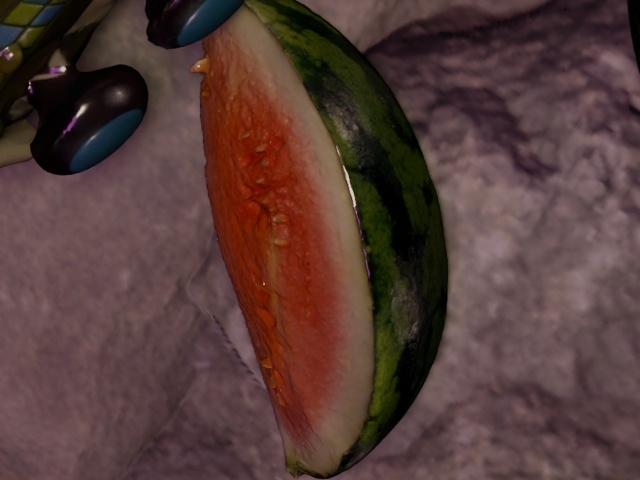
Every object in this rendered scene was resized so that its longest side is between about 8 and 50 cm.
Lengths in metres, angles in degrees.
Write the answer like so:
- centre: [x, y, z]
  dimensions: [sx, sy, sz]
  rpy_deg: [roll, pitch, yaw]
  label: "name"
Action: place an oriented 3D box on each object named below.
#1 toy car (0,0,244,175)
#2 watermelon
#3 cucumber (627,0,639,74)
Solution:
- centre: [-0.163, -0.128, 0.651]
  dimensions: [0.204, 0.198, 0.248]
  rpy_deg: [49, 120, 9]
  label: "toy car"
- centre: [-0.005, 0.002, 0.727]
  dimensions: [0.119, 0.063, 0.245]
  rpy_deg: [4, 112, 38]
  label: "watermelon"
- centre: [0.156, -0.027, 0.650]
  dimensions: [0.036, 0.033, 0.184]
  rpy_deg: [-17, 103, 4]
  label: "cucumber"
